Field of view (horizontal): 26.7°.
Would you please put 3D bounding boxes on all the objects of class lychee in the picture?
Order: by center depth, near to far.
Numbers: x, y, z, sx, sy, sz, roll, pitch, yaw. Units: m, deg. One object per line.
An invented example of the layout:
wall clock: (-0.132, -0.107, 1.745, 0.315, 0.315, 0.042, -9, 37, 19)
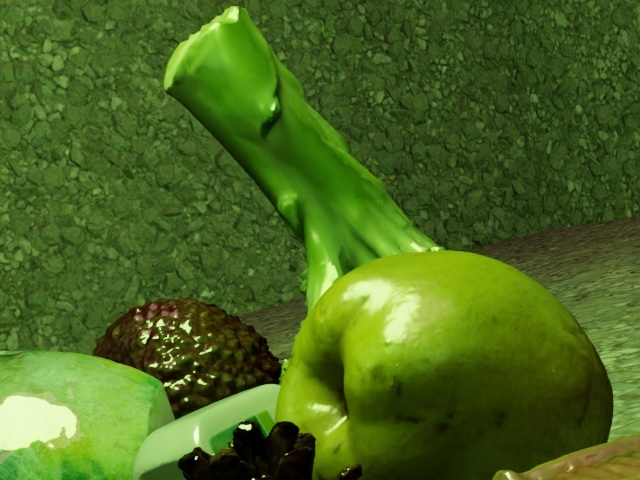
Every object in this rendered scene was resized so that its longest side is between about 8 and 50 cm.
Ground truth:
lychee: (-0.120, 0.140, 1.249, 0.188, 0.188, 0.188, -13, 2, 0)

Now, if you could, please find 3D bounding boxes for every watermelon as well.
watermelon: (-0.237, 0.201, 0.886, 0.305, 0.224, 0.180, -15, -43, 15)

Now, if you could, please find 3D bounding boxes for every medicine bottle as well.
medicine bottle: (-0.038, 0.156, 0.866, 0.069, 0.119, 0.183, -25, -4, 26)

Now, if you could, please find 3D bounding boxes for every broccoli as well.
broccoli: (0.024, 0.012, 1.149, 0.275, 0.397, 0.353, -41, 43, -23)

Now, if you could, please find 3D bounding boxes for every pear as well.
pear: (0.076, 0.100, 0.809, 0.200, 0.200, 0.200, -13, 2, 0)

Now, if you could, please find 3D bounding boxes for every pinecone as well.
pinecone: (-0.027, 0.157, 0.705, 0.140, 0.121, 0.140, -20, -17, -6)

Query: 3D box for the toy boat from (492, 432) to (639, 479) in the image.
toy boat: (0.147, 0.131, 0.498, 0.318, 0.141, 0.099, -5, -41, -11)
